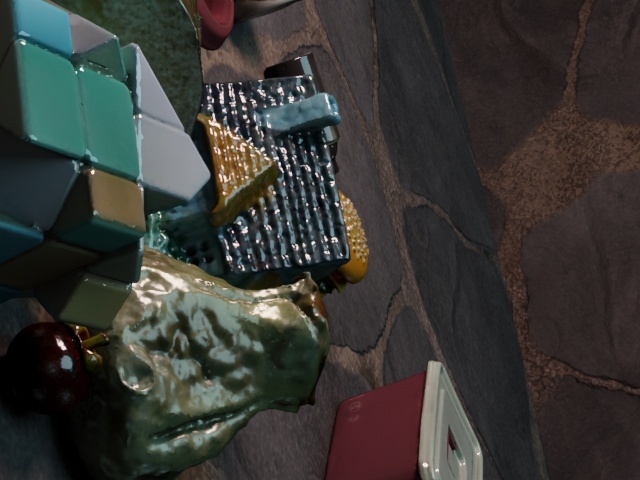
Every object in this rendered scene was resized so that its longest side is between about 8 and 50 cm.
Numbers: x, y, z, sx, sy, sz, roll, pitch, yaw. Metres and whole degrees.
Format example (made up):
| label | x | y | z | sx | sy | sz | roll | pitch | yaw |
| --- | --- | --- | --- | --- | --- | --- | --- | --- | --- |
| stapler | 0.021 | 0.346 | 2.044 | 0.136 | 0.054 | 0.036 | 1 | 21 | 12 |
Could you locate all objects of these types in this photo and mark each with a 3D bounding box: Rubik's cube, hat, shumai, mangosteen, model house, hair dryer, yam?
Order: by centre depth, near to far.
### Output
| label | x | y | z | sx | sy | sz | roll | pitch | yaw |
| --- | --- | --- | --- | --- | --- | --- | --- | --- | --- |
| Rubik's cube | -0.228 | -0.065 | 1.117 | 0.213 | 0.224 | 0.265 | 18 | 56 | -51 |
| mangosteen | -0.225 | 0.107 | 1.174 | 0.081 | 0.081 | 0.081 | -18 | 90 | -74 |
| shumai | -0.113 | 0.107 | 1.293 | 0.260 | 0.222 | 0.225 | -52 | 128 | -64 |
| yam | -0.211 | -0.234 | 1.332 | 0.348 | 0.241 | 0.241 | -93 | 158 | -51 |
| model house | -0.086 | -0.047 | 1.517 | 0.226 | 0.241 | 0.261 | 38 | 38 | -67 |
| hat | -0.180 | -0.336 | 1.783 | 0.205 | 0.089 | 0.205 | -13 | 90 | -74 |
| hair dryer | -0.049 | -0.169 | 2.103 | 0.248 | 0.078 | 0.195 | -33 | 105 | -63 |

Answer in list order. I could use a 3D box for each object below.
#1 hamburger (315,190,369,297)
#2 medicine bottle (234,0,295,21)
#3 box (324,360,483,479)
| label | x | y | z | sx | sy | sz | roll | pitch | yaw |
| --- | --- | --- | --- | --- | --- | --- | --- | --- | --- |
| hamburger | 0.000 | 0.000 | 1.962 | 0.162 | 0.115 | 0.162 | -20 | 90 | -75 |
| medicine bottle | -0.113 | -0.457 | 2.058 | 0.131 | 0.131 | 0.250 | -38 | 109 | -73 |
| box | 0.113 | 0.319 | 1.899 | 0.294 | 0.167 | 0.193 | -76 | 146 | -62 |
